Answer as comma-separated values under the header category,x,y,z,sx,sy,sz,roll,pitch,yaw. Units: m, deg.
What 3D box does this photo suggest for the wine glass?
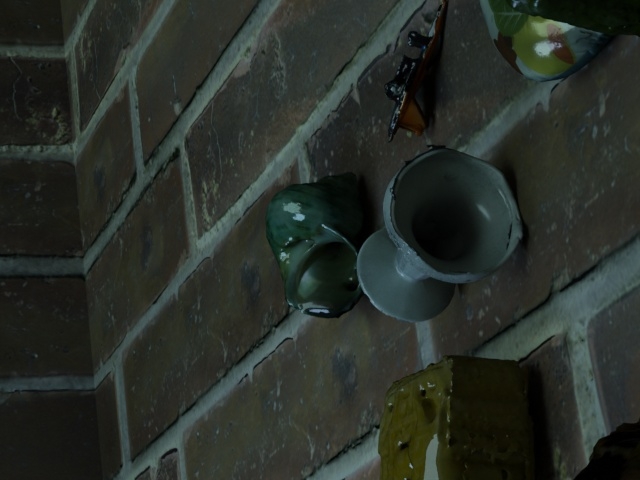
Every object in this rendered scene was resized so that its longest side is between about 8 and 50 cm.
category,x,y,z,sx,sy,sz,roll,pitch,yaw
wine glass,0.132,0.001,2.177,0.196,0.164,0.165,120,145,-63

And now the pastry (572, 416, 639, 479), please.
category,x,y,z,sx,sy,sz,roll,pitch,yaw
pastry,0.320,0.301,1.429,0.292,0.337,0.405,-60,33,22

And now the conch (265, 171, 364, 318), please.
category,x,y,z,sx,sy,sz,roll,pitch,yaw
conch,0.002,0.003,2.522,0.176,0.122,0.188,14,105,46

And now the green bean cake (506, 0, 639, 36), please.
category,x,y,z,sx,sy,sz,roll,pitch,yaw
green bean cake,0.306,-0.385,1.712,0.335,0.218,0.319,-44,41,51

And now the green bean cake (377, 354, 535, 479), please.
category,x,y,z,sx,sy,sz,roll,pitch,yaw
green bean cake,0.148,0.253,2.113,0.229,0.131,0.224,139,137,-64

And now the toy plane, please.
category,x,y,z,sx,sy,sz,roll,pitch,yaw
toy plane,0.115,-0.215,2.330,0.135,0.062,0.188,-72,-8,-76

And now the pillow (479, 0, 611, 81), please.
category,x,y,z,sx,sy,sz,roll,pitch,yaw
pillow,0.250,-0.287,1.998,0.214,0.086,0.233,-46,44,44
